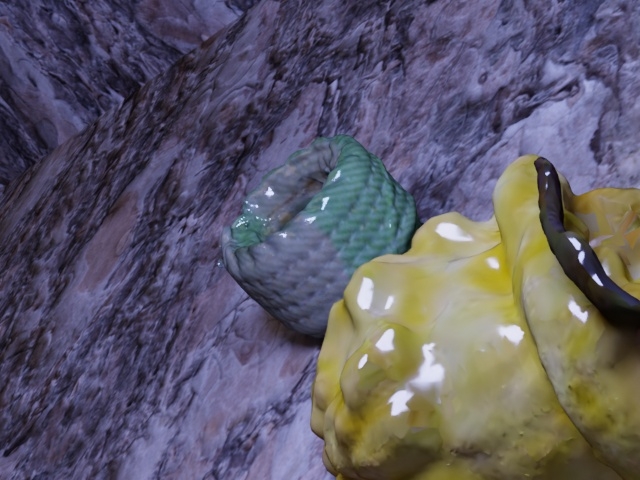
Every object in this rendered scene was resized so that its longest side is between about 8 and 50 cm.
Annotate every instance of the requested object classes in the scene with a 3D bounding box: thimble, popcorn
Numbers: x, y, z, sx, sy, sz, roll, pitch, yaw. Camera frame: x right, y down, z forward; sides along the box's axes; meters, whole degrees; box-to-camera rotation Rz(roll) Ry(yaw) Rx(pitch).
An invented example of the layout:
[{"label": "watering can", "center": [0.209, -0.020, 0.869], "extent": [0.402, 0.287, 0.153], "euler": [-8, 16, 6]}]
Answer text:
[{"label": "thimble", "center": [0.000, 0.000, 2.069], "extent": [0.219, 0.150, 0.219], "euler": [-37, 22, 17]}, {"label": "popcorn", "center": [0.165, 0.095, 1.247], "extent": [0.349, 0.349, 0.381], "euler": [-53, -16, -22]}]
